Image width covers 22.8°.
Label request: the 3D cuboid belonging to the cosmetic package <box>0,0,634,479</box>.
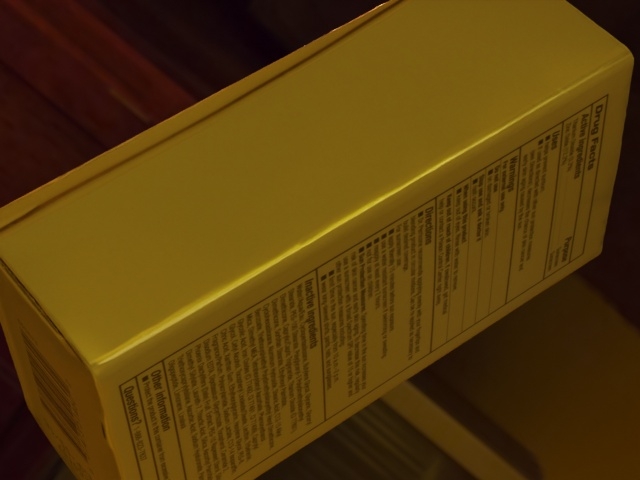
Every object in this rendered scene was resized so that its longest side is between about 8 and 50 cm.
[{"bbox_3d":[0.000,0.000,0.793,0.309,0.113,0.160,-31,145,-23],"label":"cosmetic package"}]
